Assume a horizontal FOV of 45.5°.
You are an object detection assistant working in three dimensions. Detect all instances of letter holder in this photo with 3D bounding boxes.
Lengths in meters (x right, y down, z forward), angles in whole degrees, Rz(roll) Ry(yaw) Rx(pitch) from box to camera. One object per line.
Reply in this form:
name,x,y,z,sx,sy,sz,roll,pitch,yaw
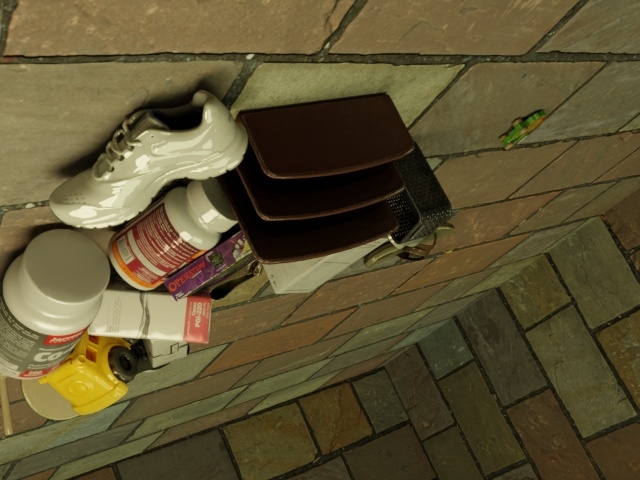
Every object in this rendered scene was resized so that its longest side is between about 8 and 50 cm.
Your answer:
letter holder,0.010,-0.101,1.271,0.302,0.214,0.152,-14,159,-33

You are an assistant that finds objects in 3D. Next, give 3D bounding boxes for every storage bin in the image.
storage bin,0.173,-0.098,1.557,0.084,0.180,0.122,-15,159,-28

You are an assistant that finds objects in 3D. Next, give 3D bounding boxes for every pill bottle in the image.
pill bottle,-0.467,0.111,1.293,0.161,0.161,0.283,-10,156,-40
pill bottle,-0.247,-0.017,1.305,0.221,0.121,0.121,-33,161,22

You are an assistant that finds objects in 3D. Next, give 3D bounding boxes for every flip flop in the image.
flip flop,0.258,0.027,2.181,0.277,0.080,0.112,-24,162,-8

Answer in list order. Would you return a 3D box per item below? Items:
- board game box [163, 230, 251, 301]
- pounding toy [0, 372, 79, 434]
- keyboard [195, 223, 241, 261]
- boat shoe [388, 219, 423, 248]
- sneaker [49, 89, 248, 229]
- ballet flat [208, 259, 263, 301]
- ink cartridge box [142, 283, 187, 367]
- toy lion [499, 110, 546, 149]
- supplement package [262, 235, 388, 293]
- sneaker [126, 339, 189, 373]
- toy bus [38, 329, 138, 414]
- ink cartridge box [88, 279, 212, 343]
board game box,-0.155,0.024,1.453,0.208,0.056,0.347,-37,179,5
pounding toy,-0.611,0.310,1.701,0.237,0.183,0.110,-13,-176,-34
keyboard,-0.195,-0.026,1.501,0.317,0.033,0.201,-27,162,4
boat shoe,0.231,-0.031,2.011,0.081,0.079,0.227,-40,164,19
sneaker,-0.254,-0.122,1.077,0.297,0.111,0.129,-29,147,-3
ballet flat,-0.207,0.097,1.771,0.250,0.058,0.084,-36,161,35
ink cartridge box,-0.347,0.170,1.645,0.086,0.148,0.203,-18,160,-18
toy lion,0.475,-0.260,1.768,0.096,0.034,0.100,-25,164,-30
supplement package,0.000,0.000,1.667,0.244,0.134,0.139,-35,160,27
sneaker,-0.432,0.269,1.893,0.147,0.104,0.296,-32,167,13
toy bus,-0.493,0.210,1.558,0.149,0.220,0.211,-28,130,20
ink cartridge box,-0.321,0.133,1.456,0.218,0.092,0.158,4,-177,-11
